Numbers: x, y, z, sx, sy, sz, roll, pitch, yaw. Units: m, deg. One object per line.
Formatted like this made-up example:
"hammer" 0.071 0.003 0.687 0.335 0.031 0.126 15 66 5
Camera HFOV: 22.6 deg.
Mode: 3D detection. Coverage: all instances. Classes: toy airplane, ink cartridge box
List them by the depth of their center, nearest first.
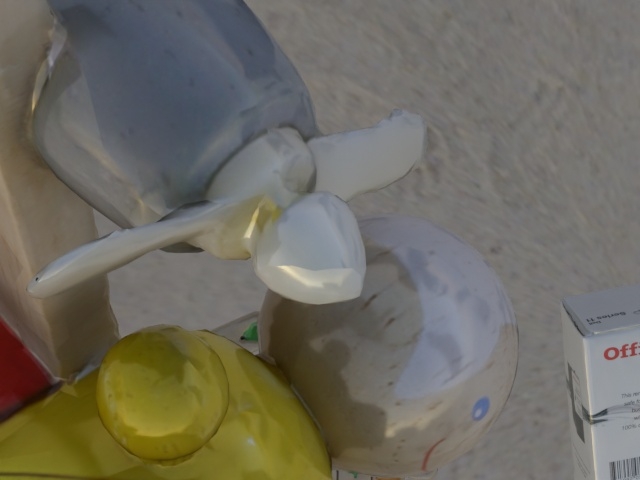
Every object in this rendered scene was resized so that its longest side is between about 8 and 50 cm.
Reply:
"toy airplane" -0.075 0.042 0.524 0.272 0.386 0.384 -16 103 -9
"ink cartridge box" 0.307 0.145 1.464 0.153 0.087 0.208 -10 114 -5

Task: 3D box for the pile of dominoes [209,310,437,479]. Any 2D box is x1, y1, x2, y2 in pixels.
"pile of dominoes" -0.015 0.147 1.265 0.251 0.040 0.196 -24 101 -16
